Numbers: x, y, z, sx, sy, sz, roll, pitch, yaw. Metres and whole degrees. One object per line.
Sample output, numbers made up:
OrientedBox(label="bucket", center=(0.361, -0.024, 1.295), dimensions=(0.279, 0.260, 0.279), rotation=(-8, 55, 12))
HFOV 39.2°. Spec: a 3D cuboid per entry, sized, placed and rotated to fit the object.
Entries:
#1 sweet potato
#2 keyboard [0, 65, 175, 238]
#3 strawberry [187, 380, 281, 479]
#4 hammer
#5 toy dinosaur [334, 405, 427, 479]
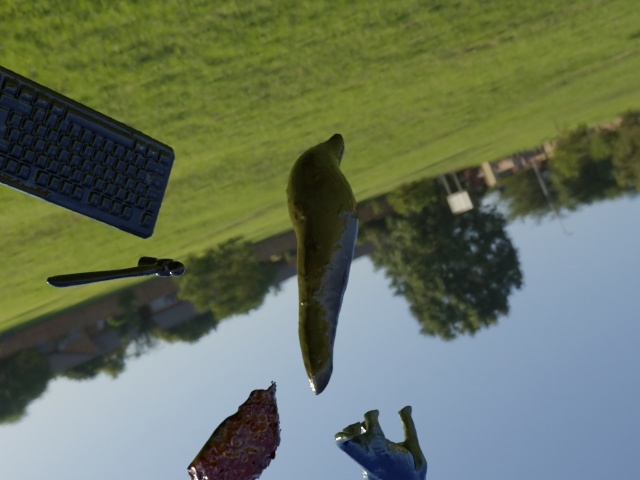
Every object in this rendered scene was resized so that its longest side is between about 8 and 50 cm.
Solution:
OrientedBox(label="sweet potato", center=(0.000, 0.001, 0.747), dimensions=(0.059, 0.250, 0.069), rotation=(5, 149, -11))
OrientedBox(label="keyboard", center=(-0.135, -0.047, 0.425), dimensions=(0.010, 0.053, 0.155), rotation=(4, 166, 46))
OrientedBox(label="strawberry", center=(-0.106, 0.290, 1.247), dimensions=(0.192, 0.085, 0.140), rotation=(-45, 164, -9))
OrientedBox(label="hammer", center=(-0.232, 0.038, 0.993), dimensions=(0.065, 0.021, 0.178), rotation=(6, -171, 37))
OrientedBox(label="toy dinosaur", center=(0.097, 0.297, 1.094), dimensions=(0.075, 0.188, 0.247), rotation=(-31, 159, 16))
